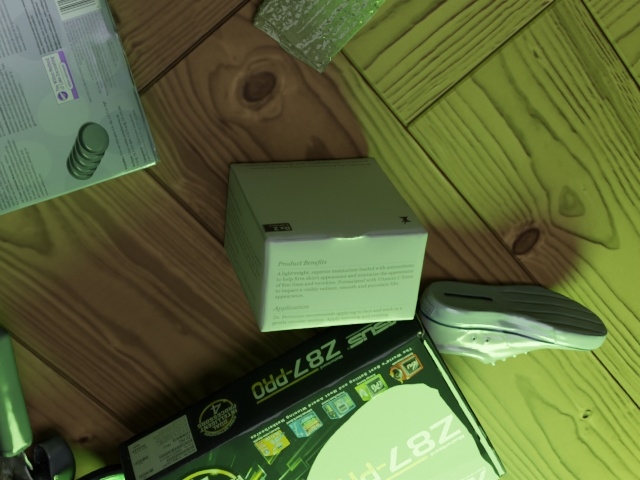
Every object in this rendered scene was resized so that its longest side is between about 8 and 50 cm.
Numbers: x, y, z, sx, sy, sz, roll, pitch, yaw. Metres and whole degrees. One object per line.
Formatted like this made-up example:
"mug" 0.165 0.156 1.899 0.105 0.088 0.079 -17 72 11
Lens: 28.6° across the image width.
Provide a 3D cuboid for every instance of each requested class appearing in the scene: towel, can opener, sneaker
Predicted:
"towel" 0.007 -0.261 1.344 0.110 0.027 0.148 35 104 -30
"can opener" -0.354 0.206 1.474 0.095 0.076 0.283 -32 131 -38
"sneaker" 0.239 0.113 1.609 0.258 0.094 0.091 10 125 -14

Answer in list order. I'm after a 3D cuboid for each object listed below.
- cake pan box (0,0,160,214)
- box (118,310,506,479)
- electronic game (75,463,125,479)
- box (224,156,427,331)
"cake pan box" -0.318 -0.161 1.266 0.246 0.070 0.266 -21 123 -9
"box" -0.002 0.272 1.556 0.395 0.097 0.318 -29 132 2
"electronic game" -0.285 0.374 1.549 0.229 0.048 0.229 -28 136 -31
"box" 0.000 0.000 1.398 0.181 0.182 0.119 -3 121 -17
